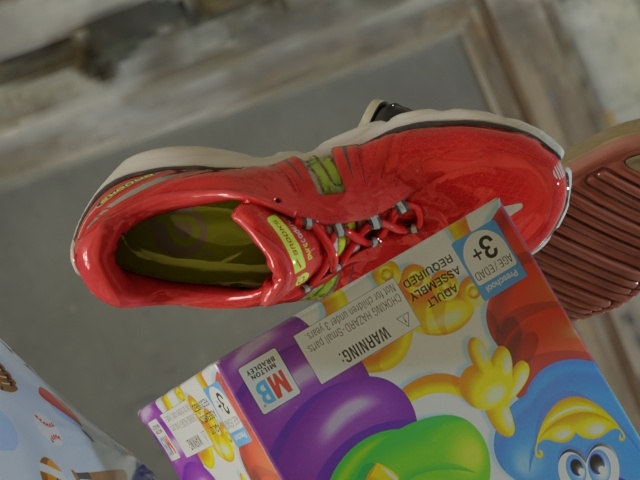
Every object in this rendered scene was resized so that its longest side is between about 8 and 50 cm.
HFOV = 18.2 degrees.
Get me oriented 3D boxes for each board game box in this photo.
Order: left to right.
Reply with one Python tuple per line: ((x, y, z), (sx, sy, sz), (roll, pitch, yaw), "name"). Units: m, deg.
((0.066, 0.146, 0.828), (0.144, 0.275, 0.142), (-30, 178, -21), "board game box")

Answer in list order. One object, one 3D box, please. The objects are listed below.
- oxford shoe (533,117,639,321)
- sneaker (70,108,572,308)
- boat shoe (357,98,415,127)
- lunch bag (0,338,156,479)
((0.152, -0.007, 1.569), (0.140, 0.146, 0.397), (29, 139, -22), "oxford shoe")
((0.000, 0.000, 1.088), (0.279, 0.107, 0.118), (-8, -164, 8), "sneaker")
((0.032, -0.028, 1.309), (0.042, 0.133, 0.049), (18, 168, 25), "boat shoe")
((-0.308, 0.185, 1.303), (0.239, 0.328, 0.385), (-49, -172, 9), "lunch bag")
